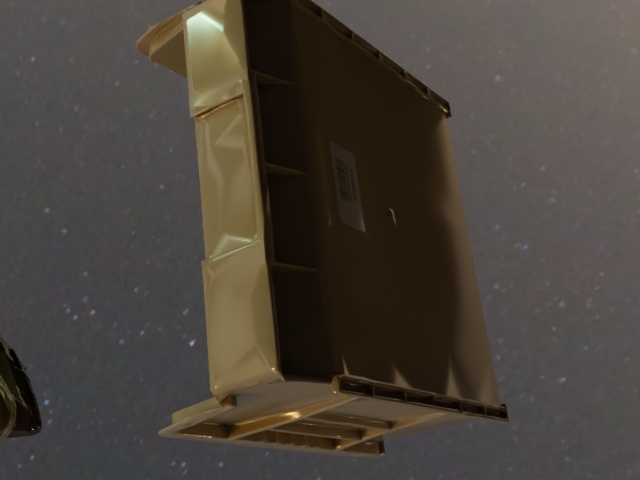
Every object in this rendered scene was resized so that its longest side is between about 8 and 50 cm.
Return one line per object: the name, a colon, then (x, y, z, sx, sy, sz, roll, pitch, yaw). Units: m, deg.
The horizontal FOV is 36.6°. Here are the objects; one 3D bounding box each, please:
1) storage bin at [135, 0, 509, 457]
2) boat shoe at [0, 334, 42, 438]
storage bin: (0.000, 0.000, 0.655, 0.260, 0.123, 0.262, 21, -124, -52)
boat shoe: (-0.282, 0.121, 0.842, 0.049, 0.056, 0.152, 24, -161, -41)
